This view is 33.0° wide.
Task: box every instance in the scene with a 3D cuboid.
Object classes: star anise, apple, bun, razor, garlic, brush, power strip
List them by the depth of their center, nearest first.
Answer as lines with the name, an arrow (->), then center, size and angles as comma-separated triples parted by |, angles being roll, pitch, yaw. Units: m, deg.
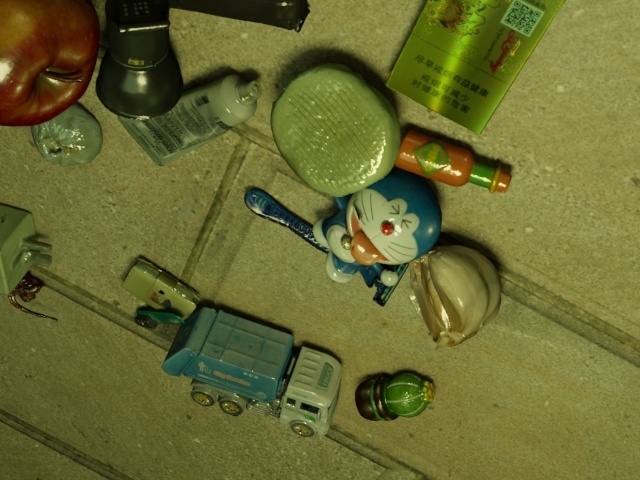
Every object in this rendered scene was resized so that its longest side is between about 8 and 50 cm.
bun -> 0.030, -0.176, 1.735 | 0.221, 0.108, 0.221 | 7, 108, 22
apple -> -0.520, -0.333, 1.752 | 0.317, 0.288, 0.288 | 43, 138, 8
garlic -> 0.243, 0.084, 1.883 | 0.229, 0.142, 0.178 | 120, 130, -78
razor -> 0.000, 0.002, 1.986 | 0.324, 0.093, 0.056 | 31, 172, 1
bun -> -0.475, -0.193, 2.005 | 0.140, 0.083, 0.141 | 12, 132, 13
power strip -> -0.672, 0.017, 2.260 | 0.224, 0.140, 0.139 | 16, 135, 13
brush -> -0.343, 0.170, 2.281 | 0.043, 0.032, 0.193 | 43, 157, -27
star anise -> -0.658, 0.115, 2.403 | 0.190, 0.070, 0.097 | 32, 135, -8

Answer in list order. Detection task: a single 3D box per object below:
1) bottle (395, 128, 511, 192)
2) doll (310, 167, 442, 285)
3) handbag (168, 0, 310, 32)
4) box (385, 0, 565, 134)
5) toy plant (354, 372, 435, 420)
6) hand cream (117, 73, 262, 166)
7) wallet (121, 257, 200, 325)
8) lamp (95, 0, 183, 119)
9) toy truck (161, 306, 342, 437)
bottle -> 0.216, -0.122, 1.748 | 0.187, 0.069, 0.069 | 18, 136, 6
doll -> 0.085, -0.025, 1.843 | 0.257, 0.161, 0.215 | -34, 83, 46
handbag -> -0.138, -0.423, 1.622 | 0.246, 0.080, 0.223 | 14, 136, 15
box -> 0.229, -0.306, 1.582 | 0.173, 0.043, 0.311 | 27, 138, 0
toy plant -> 0.153, 0.314, 2.180 | 0.162, 0.093, 0.093 | -16, 122, 33
hand cream -> -0.220, -0.215, 1.886 | 0.340, 0.078, 0.124 | -15, 124, 45
wallet -> -0.331, 0.104, 2.251 | 0.155, 0.039, 0.110 | 33, 141, -6
lamp -> -0.291, -0.324, 1.720 | 0.147, 0.172, 0.227 | -7, 149, -12
toy truck -> -0.135, 0.269, 2.221 | 0.367, 0.146, 0.175 | 18, 141, 2
